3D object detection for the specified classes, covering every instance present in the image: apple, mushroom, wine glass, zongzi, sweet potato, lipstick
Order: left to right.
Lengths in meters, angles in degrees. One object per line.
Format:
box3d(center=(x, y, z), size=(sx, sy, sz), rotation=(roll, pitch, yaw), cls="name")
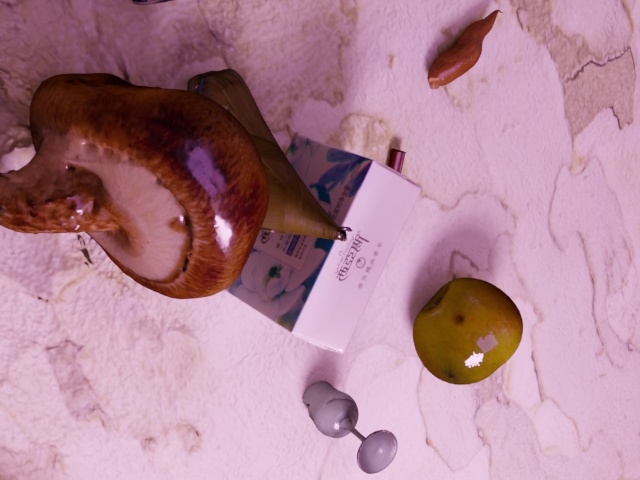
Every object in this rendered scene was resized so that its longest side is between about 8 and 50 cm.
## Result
box3d(center=(-0.235, -0.052, 1.185), size=(0.259, 0.345, 0.345), rotation=(-45, 126, -32), cls="mushroom")
box3d(center=(-0.074, -0.117, 1.318), size=(0.115, 0.256, 0.228), rotation=(-21, 117, -64), cls="zongzi")
box3d(center=(0.043, 0.300, 1.558), size=(0.079, 0.195, 0.079), rotation=(-10, 111, -27), cls="wine glass")
box3d(center=(0.111, -0.065, 1.592), size=(0.027, 0.027, 0.176), rotation=(4, 105, -35), cls="lipstick")
box3d(center=(0.254, 0.155, 1.663), size=(0.157, 0.196, 0.196), rotation=(46, 77, -5), cls="apple")
box3d(center=(0.242, -0.318, 1.582), size=(0.195, 0.056, 0.056), rotation=(-51, 126, -16), cls="sweet potato")

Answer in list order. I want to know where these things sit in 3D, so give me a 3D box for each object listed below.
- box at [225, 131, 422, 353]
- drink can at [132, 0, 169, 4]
box3d(center=(-0.002, -0.001, 1.425), size=(0.116, 0.203, 0.274), rotation=(25, 91, -38), cls="box")
box3d(center=(-0.220, -0.426, 1.208), size=(0.097, 0.097, 0.235), rotation=(-21, 115, -27), cls="drink can")
